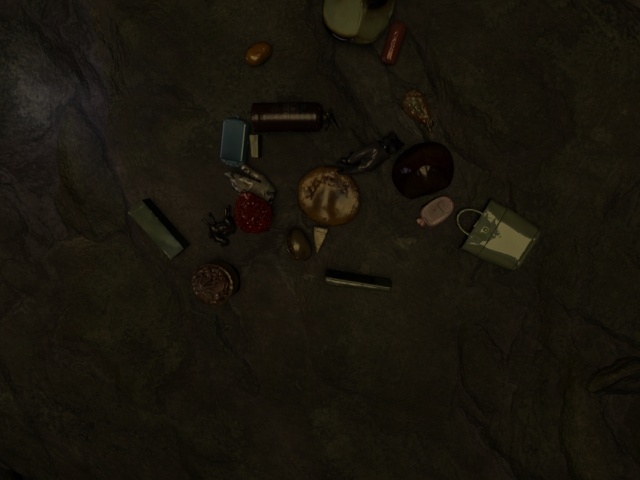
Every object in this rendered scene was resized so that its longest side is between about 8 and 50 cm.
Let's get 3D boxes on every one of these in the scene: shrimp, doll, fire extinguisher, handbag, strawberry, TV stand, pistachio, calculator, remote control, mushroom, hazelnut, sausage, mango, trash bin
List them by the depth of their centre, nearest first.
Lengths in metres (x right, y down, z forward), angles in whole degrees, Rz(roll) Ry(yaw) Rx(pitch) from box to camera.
[{"bbox_3d":[0.135,-0.875,1.532,0.217,0.212,0.291,30,125,43],"label":"mushroom"},{"bbox_3d":[0.275,-0.740,1.573,0.062,0.062,0.154,18,103,1],"label":"sausage"},{"bbox_3d":[0.387,-0.276,1.599,0.234,0.218,0.218,-15,101,9],"label":"hazelnut"},{"bbox_3d":[-0.241,-0.727,1.630,0.114,0.057,0.078,-27,92,8],"label":"mango"},{"bbox_3d":[0.388,-0.501,1.633,0.091,0.043,0.184,-37,91,20],"label":"shrimp"},{"bbox_3d":[-0.097,-0.475,1.638,0.338,0.114,0.135,0,62,5],"label":"fire extinguisher"},{"bbox_3d":[-0.266,-0.106,1.698,0.175,0.228,0.098,4,61,-11],"label":"strawberry"},{"bbox_3d":[0.697,-0.031,1.704,0.315,0.109,0.241,30,103,12],"label":"handbag"},{"bbox_3d":[-0.265,-0.385,1.709,0.043,0.061,0.092,3,104,6],"label":"trash bin"},{"bbox_3d":[-0.350,-0.404,1.711,0.121,0.039,0.210,13,104,20],"label":"calculator"},{"bbox_3d":[0.468,-0.115,1.719,0.166,0.024,0.103,-38,97,12],"label":"calculator"},{"bbox_3d":[0.158,0.167,1.767,0.286,0.123,0.038,7,106,6],"label":"remote control"},{"bbox_3d":[-0.094,0.019,1.768,0.113,0.113,0.149,-13,97,8],"label":"pistachio"},{"bbox_3d":[-0.426,-0.053,1.807,0.139,0.057,0.165,-19,109,8],"label":"doll"},{"bbox_3d":[-0.696,-0.050,1.820,0.088,0.083,0.269,-38,96,10],"label":"TV stand"}]

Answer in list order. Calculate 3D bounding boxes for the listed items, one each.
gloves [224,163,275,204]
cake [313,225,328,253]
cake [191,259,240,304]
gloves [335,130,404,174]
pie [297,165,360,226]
[{"bbox_3d":[-0.294,-0.223,1.721,0.212,0.111,0.127,19,130,-22],"label":"gloves"},{"bbox_3d":[0.000,0.000,1.777,0.065,0.052,0.121,0,102,3],"label":"cake"},{"bbox_3d":[-0.458,0.192,1.806,0.208,0.178,0.185,21,103,-3],"label":"cake"},{"bbox_3d":[0.191,-0.333,1.645,0.286,0.142,0.119,-23,73,11],"label":"gloves"},{"bbox_3d":[0.037,-0.181,1.723,0.274,0.069,0.273,1,104,4],"label":"pie"}]
